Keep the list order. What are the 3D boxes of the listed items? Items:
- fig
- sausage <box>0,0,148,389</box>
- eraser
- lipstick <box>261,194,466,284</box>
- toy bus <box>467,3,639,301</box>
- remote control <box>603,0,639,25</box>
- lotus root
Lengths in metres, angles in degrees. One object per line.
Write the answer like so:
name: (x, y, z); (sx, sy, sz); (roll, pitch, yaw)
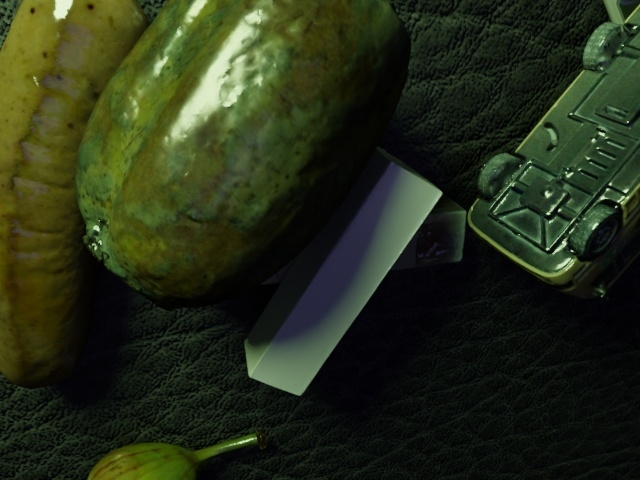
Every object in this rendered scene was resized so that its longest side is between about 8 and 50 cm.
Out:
fig: (-0.210, 0.327, 0.777); (0.259, 0.151, 0.151); (-35, 119, -25)
sausage: (-0.298, -0.043, 0.587); (0.136, 0.123, 0.501); (1, 115, -44)
eraser: (0.017, 0.039, 0.634); (0.076, 0.078, 0.298); (27, 105, -23)
lipstick: (0.000, 0.000, 0.700); (0.371, 0.076, 0.080); (-5, 115, -11)
toy bus: (0.370, -0.100, 0.671); (0.365, 0.177, 0.202); (-50, 136, 6)
remote control: (0.353, -0.369, 0.653); (0.067, 0.029, 0.261); (-38, 116, 4)
lotus root: (-0.081, -0.094, 0.520); (0.250, 0.250, 0.346); (37, 89, -24)
